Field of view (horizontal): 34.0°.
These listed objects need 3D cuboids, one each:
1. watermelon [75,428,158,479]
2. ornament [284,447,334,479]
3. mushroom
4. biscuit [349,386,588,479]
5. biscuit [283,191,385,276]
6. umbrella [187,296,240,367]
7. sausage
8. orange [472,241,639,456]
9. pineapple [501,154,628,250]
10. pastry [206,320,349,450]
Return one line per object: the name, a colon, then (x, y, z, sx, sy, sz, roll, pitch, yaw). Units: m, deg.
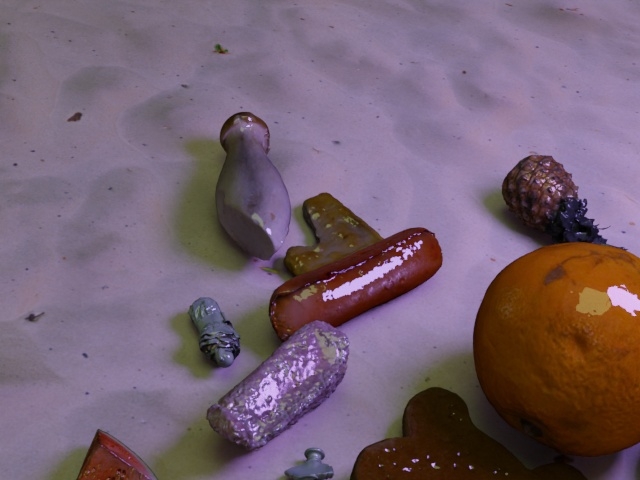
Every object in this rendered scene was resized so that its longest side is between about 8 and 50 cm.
watermelon: (-0.291, 0.298, 1.401, 0.125, 0.094, 0.135, -18, 44, -12)
ornament: (-0.015, 0.326, 1.436, 0.068, 0.041, 0.092, 13, 50, 35)
mushroom: (-0.118, -0.091, 1.797, 0.128, 0.128, 0.350, -3, 42, -8)
biscuit: (0.248, 0.381, 1.387, 0.432, 0.064, 0.283, 32, 41, 23)
biscuit: (0.000, 0.000, 1.775, 0.183, 0.039, 0.174, -30, 55, -32)
umbrella: (-0.162, 0.141, 1.599, 0.067, 0.062, 0.143, 19, 27, -33)
sausage: (0.055, 0.071, 1.668, 0.330, 0.102, 0.102, -23, 51, -27)
orange: (0.366, 0.151, 1.469, 0.312, 0.312, 0.312, 3, 44, -3)
pineapple: (0.423, -0.037, 1.801, 0.128, 0.128, 0.248, -19, 54, -24)
pastry: (-0.061, 0.220, 1.498, 0.103, 0.112, 0.265, 40, 46, 20)
